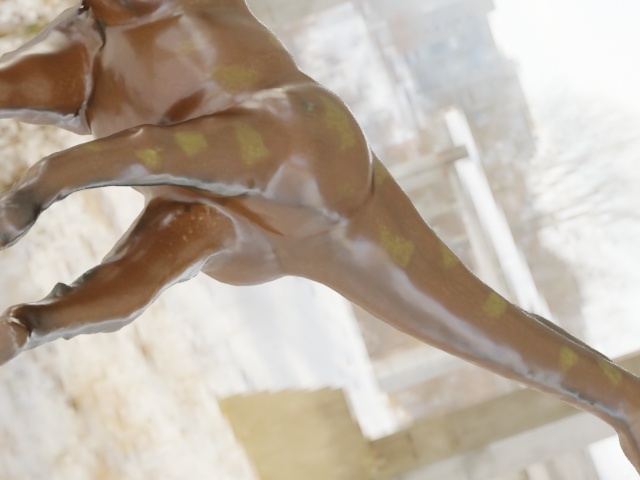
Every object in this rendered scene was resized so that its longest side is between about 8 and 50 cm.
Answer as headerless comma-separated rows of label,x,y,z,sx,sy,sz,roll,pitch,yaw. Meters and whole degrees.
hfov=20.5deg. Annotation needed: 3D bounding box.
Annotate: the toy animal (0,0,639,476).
toy animal,0.000,0.000,0.497,0.229,0.066,0.224,-8,60,-47
